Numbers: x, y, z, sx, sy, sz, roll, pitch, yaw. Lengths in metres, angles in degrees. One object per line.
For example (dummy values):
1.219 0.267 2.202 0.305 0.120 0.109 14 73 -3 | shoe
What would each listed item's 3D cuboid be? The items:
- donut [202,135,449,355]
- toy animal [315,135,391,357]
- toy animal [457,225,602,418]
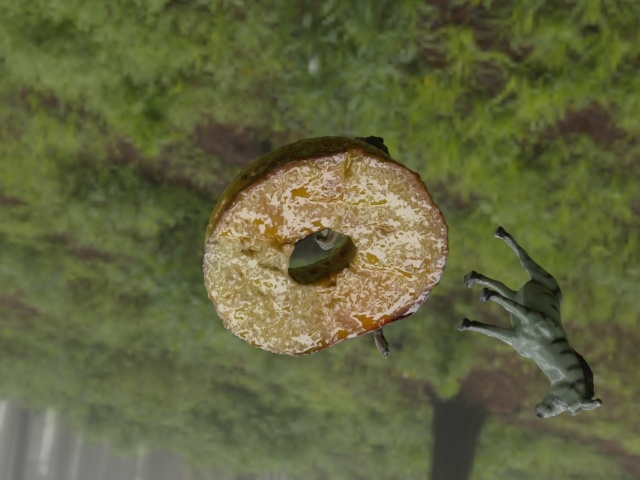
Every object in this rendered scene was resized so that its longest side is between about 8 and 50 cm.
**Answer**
-0.001 -0.001 1.027 0.190 0.074 0.174 -37 121 10 | donut
0.036 0.004 1.233 0.086 0.219 0.069 -13 167 17 | toy animal
0.252 0.097 1.542 0.176 0.217 0.073 30 128 -11 | toy animal
